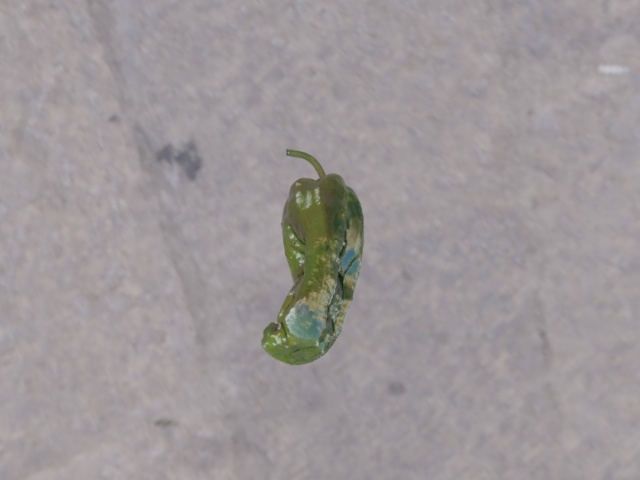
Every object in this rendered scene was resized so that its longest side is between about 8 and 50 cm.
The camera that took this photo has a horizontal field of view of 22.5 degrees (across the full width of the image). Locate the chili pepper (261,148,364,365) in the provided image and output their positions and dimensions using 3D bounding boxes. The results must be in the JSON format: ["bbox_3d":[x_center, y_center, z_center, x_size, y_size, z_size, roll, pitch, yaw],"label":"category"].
[{"bbox_3d":[-0.002,-0.001,1.281,0.073,0.204,0.072,6,150,1],"label":"chili pepper"}]
